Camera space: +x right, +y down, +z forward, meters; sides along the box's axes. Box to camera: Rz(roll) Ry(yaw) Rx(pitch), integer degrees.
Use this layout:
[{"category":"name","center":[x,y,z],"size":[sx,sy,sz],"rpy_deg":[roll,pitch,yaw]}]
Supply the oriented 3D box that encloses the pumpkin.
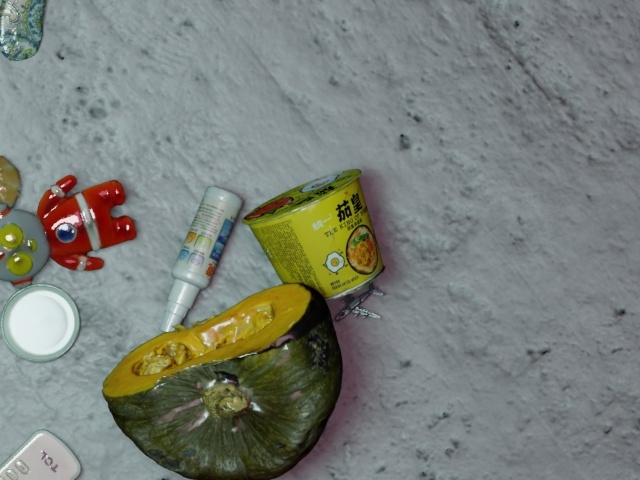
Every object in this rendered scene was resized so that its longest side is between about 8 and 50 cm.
[{"category":"pumpkin","center":[-0.103,0.220,1.808],"size":[0.325,0.242,0.232],"rpy_deg":[-24,106,10]}]

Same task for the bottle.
[{"category":"bottle","center":[-0.176,0.030,1.914],"size":[0.060,0.060,0.217],"rpy_deg":[25,81,-9]}]

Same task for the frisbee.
[{"category":"frisbee","center":[-0.391,0.115,1.886],"size":[0.110,0.014,0.110],"rpy_deg":[1,85,-11]}]

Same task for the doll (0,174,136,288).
[{"category":"doll","center":[-0.381,-0.008,1.866],"size":[0.245,0.076,0.142],"rpy_deg":[-18,106,-17]}]

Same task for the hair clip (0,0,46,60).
[{"category":"hair clip","center":[-0.418,-0.366,1.904],"size":[0.066,0.036,0.229],"rpy_deg":[5,85,-18]}]

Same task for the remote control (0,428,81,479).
[{"category":"remote control","center":[-0.419,0.348,1.855],"size":[0.190,0.029,0.087],"rpy_deg":[-44,95,-12]}]

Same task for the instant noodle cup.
[{"category":"instant noodle cup","center":[0.000,0.000,1.901],"size":[0.182,0.182,0.144],"rpy_deg":[-26,102,-12]}]

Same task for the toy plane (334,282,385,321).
[{"category":"toy plane","center":[0.053,0.091,1.974],"size":[0.084,0.024,0.078],"rpy_deg":[-37,76,-12]}]

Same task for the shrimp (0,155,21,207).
[{"category":"shrimp","center":[-0.501,-0.060,1.862],"size":[0.180,0.041,0.099],"rpy_deg":[-27,91,-12]}]
